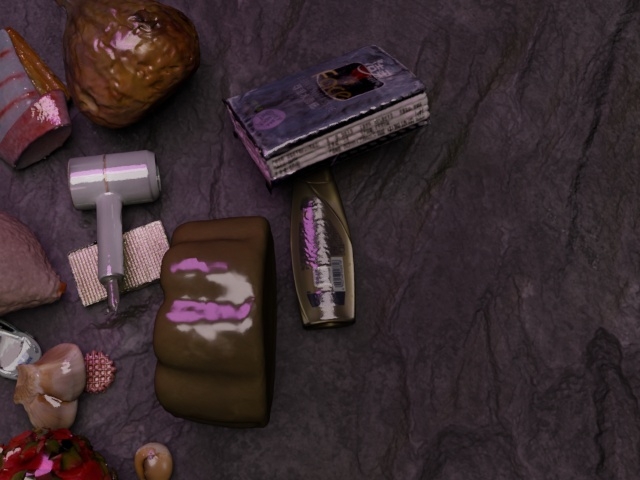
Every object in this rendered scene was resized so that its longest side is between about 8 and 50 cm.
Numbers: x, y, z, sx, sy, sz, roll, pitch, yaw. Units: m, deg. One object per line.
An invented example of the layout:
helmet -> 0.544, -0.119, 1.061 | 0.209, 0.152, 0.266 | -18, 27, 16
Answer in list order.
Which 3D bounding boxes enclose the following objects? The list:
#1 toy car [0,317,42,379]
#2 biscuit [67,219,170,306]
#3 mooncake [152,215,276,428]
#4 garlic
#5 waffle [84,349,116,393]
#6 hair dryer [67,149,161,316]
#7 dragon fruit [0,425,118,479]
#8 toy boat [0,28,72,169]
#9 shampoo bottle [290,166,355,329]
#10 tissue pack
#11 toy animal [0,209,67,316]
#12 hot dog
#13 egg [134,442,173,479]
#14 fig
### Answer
toy car -> -0.628, 0.189, 1.578 | 0.204, 0.056, 0.095 | 31, 74, 5
biscuit -> -0.391, 0.046, 1.644 | 0.199, 0.040, 0.121 | -19, 78, -7
mooncake -> -0.184, 0.142, 1.470 | 0.200, 0.378, 0.379 | -1, 75, 0
garlic -> -0.493, 0.275, 1.539 | 0.124, 0.099, 0.175 | 12, 100, 24
waffle -> -0.433, 0.253, 1.590 | 0.075, 0.029, 0.083 | 32, 72, 4
hair dryer -> -0.392, -0.012, 1.593 | 0.172, 0.108, 0.358 | -7, 61, -4
dragon fruit -> -0.461, 0.473, 1.428 | 0.231, 0.237, 0.303 | -28, 97, 7
toy boat -> -0.625, -0.295, 1.684 | 0.206, 0.096, 0.282 | -35, 77, 19
shampoo bottle -> 0.000, 0.000, 1.665 | 0.125, 0.084, 0.350 | -6, 75, -1
tissue pack -> 0.011, -0.259, 1.674 | 0.361, 0.122, 0.259 | -23, 41, -9
toy animal -> -0.649, 0.025, 1.541 | 0.358, 0.188, 0.227 | 21, 43, -20
hot dog -> -0.603, -0.356, 1.734 | 0.066, 0.047, 0.216 | -44, 82, 0
egg -> -0.308, 0.418, 1.533 | 0.071, 0.071, 0.083 | -5, 91, -6
fig -> -0.419, -0.409, 1.605 | 0.369, 0.286, 0.286 | 47, 74, -20
